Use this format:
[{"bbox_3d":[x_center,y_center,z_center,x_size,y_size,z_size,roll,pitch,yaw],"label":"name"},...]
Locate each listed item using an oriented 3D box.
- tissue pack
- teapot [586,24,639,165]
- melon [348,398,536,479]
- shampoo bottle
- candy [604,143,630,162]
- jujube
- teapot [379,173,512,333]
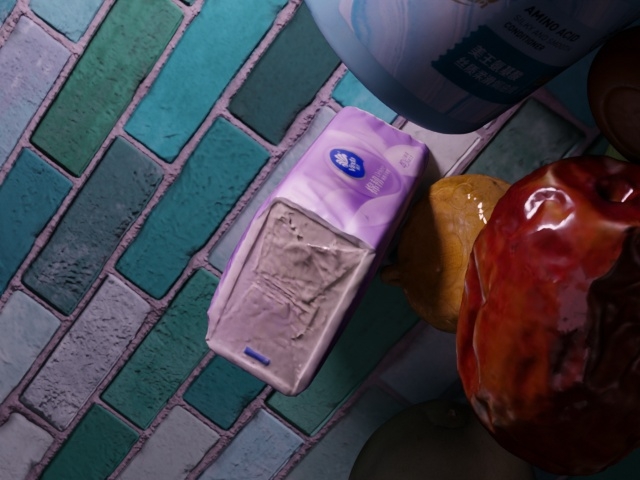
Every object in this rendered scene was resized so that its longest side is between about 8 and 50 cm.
[{"bbox_3d":[0.000,0.000,1.811,0.160,0.338,0.242,29,118,1],"label":"tissue pack"},{"bbox_3d":[0.394,-0.167,1.575,0.178,0.135,0.252,52,151,-13],"label":"teapot"},{"bbox_3d":[0.164,0.370,1.998,0.268,0.268,0.330,14,113,12],"label":"melon"},{"bbox_3d":[0.190,-0.332,1.565,0.343,0.331,0.331,-35,102,33],"label":"shampoo bottle"},{"bbox_3d":[0.406,-0.031,1.780,0.132,0.142,0.343,-1,123,-20],"label":"candy"},{"bbox_3d":[0.291,0.094,1.637,0.276,0.276,0.377,12,121,13],"label":"jujube"},{"bbox_3d":[0.206,0.024,1.866,0.311,0.167,0.203,-22,67,49],"label":"teapot"}]
